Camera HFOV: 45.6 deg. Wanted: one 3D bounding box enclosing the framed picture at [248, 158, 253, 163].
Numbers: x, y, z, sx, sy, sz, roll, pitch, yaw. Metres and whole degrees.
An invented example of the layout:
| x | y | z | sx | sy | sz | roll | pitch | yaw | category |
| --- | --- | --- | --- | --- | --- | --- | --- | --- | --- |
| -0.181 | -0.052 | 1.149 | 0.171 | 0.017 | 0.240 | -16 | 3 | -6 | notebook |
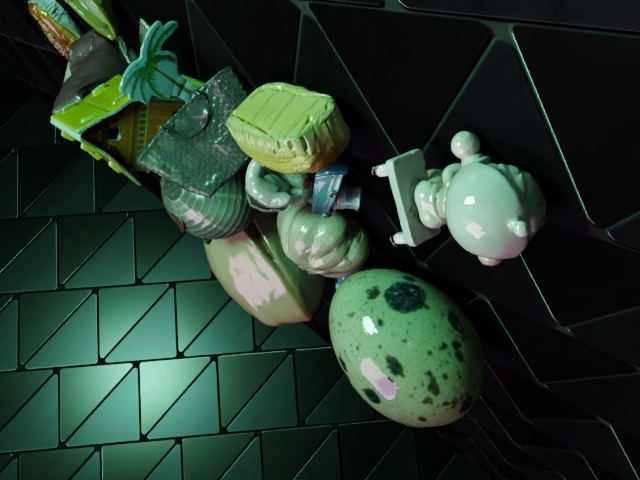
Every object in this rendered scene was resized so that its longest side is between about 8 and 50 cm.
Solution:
| x | y | z | sx | sy | sz | roll | pitch | yaw | category |
| --- | --- | --- | --- | --- | --- | --- | --- | --- | --- |
| -0.171 | -0.188 | 1.887 | 0.273 | 0.016 | 0.216 | 25 | 160 | 51 | framed picture |

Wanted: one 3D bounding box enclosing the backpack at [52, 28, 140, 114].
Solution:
| x | y | z | sx | sy | sz | roll | pitch | yaw | category |
| --- | --- | --- | --- | --- | --- | --- | --- | --- | --- |
| -0.478 | -0.323 | 1.851 | 0.197 | 0.283 | 0.317 | -20 | 138 | 28 | backpack |

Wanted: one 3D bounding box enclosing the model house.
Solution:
| x | y | z | sx | sy | sz | roll | pitch | yaw | category |
| --- | --- | --- | --- | --- | --- | --- | --- | --- | --- |
| -0.391 | -0.303 | 1.586 | 0.323 | 0.340 | 0.300 | -7 | -155 | -40 | model house |

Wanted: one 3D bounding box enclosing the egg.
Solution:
| x | y | z | sx | sy | sz | roll | pitch | yaw | category |
| --- | --- | --- | --- | --- | --- | --- | --- | --- | --- |
| 0.182 | 0.225 | 1.629 | 0.379 | 0.287 | 0.287 | 51 | 166 | -7 | egg |

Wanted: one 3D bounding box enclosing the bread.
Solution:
| x | y | z | sx | sy | sz | roll | pitch | yaw | category |
| --- | --- | --- | --- | --- | --- | --- | --- | --- | --- |
| -0.051 | -0.184 | 1.276 | 0.236 | 0.140 | 0.106 | 26 | 157 | 50 | bread |

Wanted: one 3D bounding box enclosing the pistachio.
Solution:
| x | y | z | sx | sy | sz | roll | pitch | yaw | category |
| --- | --- | --- | --- | --- | --- | --- | --- | --- | --- |
| -0.157 | 0.037 | 2.079 | 0.445 | 0.281 | 0.365 | 55 | 172 | 9 | pistachio |

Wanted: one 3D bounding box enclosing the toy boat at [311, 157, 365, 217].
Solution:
| x | y | z | sx | sy | sz | roll | pitch | yaw | category |
| --- | --- | --- | --- | --- | --- | --- | --- | --- | --- |
| 0.037 | -0.102 | 1.468 | 0.102 | 0.088 | 0.215 | 6 | 164 | 0 | toy boat |

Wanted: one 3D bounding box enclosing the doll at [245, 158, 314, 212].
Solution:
| x | y | z | sx | sy | sz | roll | pitch | yaw | category |
| --- | --- | --- | --- | --- | --- | --- | --- | --- | --- |
| -0.080 | -0.115 | 1.557 | 0.149 | 0.095 | 0.192 | 47 | -148 | 6 | doll |

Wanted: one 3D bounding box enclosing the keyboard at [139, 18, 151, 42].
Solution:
| x | y | z | sx | sy | sz | roll | pitch | yaw | category |
| --- | --- | --- | --- | --- | --- | --- | --- | --- | --- |
| -0.373 | -0.438 | 1.645 | 0.049 | 0.015 | 0.129 | 43 | 167 | -7 | keyboard |

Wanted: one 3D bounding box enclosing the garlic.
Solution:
| x | y | z | sx | sy | sz | roll | pitch | yaw | category |
| --- | --- | --- | --- | --- | --- | --- | --- | --- | --- |
| 0.000 | 0.001 | 1.692 | 0.228 | 0.152 | 0.228 | 35 | 172 | 6 | garlic |

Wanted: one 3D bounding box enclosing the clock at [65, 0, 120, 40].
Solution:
| x | y | z | sx | sy | sz | roll | pitch | yaw | category |
| --- | --- | --- | --- | --- | --- | --- | --- | --- | --- |
| -0.510 | -0.536 | 1.635 | 0.237 | 0.057 | 0.237 | 41 | 169 | 10 | clock |

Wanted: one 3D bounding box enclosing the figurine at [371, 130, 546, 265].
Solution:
| x | y | z | sx | sy | sz | roll | pitch | yaw | category |
| --- | --- | --- | --- | --- | --- | --- | --- | --- | --- |
| 0.197 | -0.054 | 1.026 | 0.144 | 0.182 | 0.256 | -1 | -175 | -33 | figurine |

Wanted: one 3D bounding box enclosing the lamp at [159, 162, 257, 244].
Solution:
| x | y | z | sx | sy | sz | roll | pitch | yaw | category |
| --- | --- | --- | --- | --- | --- | --- | --- | --- | --- |
| -0.272 | -0.121 | 1.837 | 0.265 | 0.233 | 0.233 | 58 | 178 | 33 | lamp |

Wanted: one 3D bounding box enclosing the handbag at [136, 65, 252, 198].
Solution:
| x | y | z | sx | sy | sz | roll | pitch | yaw | category |
| --- | --- | --- | --- | --- | --- | --- | --- | --- | --- |
| -0.220 | -0.205 | 1.502 | 0.175 | 0.270 | 0.089 | 39 | -165 | -32 | handbag |

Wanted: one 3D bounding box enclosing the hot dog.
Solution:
| x | y | z | sx | sy | sz | roll | pitch | yaw | category |
| --- | --- | --- | --- | --- | --- | --- | --- | --- | --- |
| -0.681 | -0.547 | 2.051 | 0.144 | 0.075 | 0.268 | 30 | 162 | 42 | hot dog |

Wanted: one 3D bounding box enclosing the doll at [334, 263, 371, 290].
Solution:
| x | y | z | sx | sy | sz | roll | pitch | yaw | category |
| --- | --- | --- | --- | --- | --- | --- | --- | --- | --- |
| 0.095 | 0.119 | 1.915 | 0.346 | 0.099 | 0.341 | 42 | 172 | 25 | doll |
